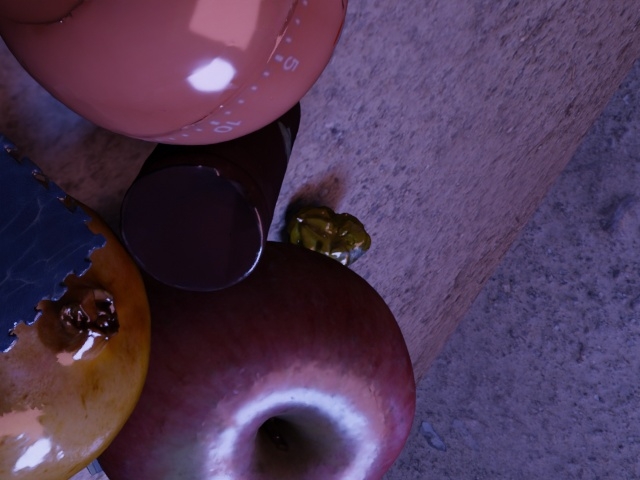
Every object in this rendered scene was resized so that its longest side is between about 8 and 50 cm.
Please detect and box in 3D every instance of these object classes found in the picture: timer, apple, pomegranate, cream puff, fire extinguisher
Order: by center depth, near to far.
[{"bbox_3d":[-0.096,-0.180,0.468,0.229,0.230,0.215,-57,157,16],"label":"timer"},{"bbox_3d":[-0.255,0.075,0.521,0.264,0.264,0.264,-40,155,-23],"label":"pomegranate"},{"bbox_3d":[-0.077,-0.099,0.658,0.135,0.114,0.337,-47,-162,26],"label":"fire extinguisher"},{"bbox_3d":[-0.080,0.148,0.756,0.345,0.269,0.344,-9,113,-21],"label":"apple"},{"bbox_3d":[0.000,0.000,1.073,0.146,0.116,0.146,-37,-176,3],"label":"cream puff"}]

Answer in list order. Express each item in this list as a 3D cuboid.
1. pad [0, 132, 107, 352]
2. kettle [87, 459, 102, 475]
[{"bbox_3d":[-0.303,0.002,0.378,0.269,0.269,0.012,-48,-168,-10],"label":"pad"},{"bbox_3d":[-0.220,0.163,0.886,0.243,0.160,0.210,-30,132,-27],"label":"kettle"}]
